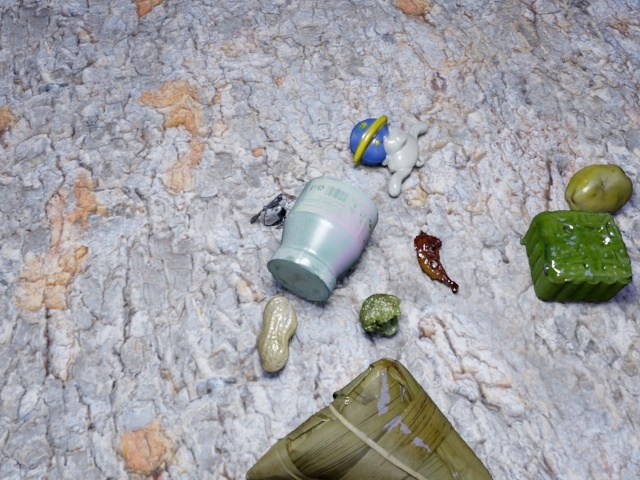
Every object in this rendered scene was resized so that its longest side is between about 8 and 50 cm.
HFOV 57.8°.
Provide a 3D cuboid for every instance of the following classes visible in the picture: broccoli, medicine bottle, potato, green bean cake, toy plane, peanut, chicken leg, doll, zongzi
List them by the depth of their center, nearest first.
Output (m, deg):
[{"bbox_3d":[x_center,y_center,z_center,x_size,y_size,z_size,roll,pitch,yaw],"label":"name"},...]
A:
[{"bbox_3d":[0.143,0.592,1.351,0.467,0.218,0.500,-41,76,6],"label":"zongzi"},{"bbox_3d":[-0.117,0.253,1.574,0.098,0.090,0.214,12,62,-4],"label":"peanut"},{"bbox_3d":[0.166,0.203,1.590,0.130,0.131,0.120,-36,105,-22],"label":"broccoli"},{"bbox_3d":[0.000,0.000,1.642,0.245,0.245,0.290,23,63,14],"label":"medicine bottle"},{"bbox_3d":[0.727,0.039,1.655,0.247,0.156,0.250,2,58,0],"label":"green bean cake"},{"bbox_3d":[0.335,0.060,1.709,0.089,0.048,0.219,-14,59,-4],"label":"chicken leg"},{"bbox_3d":[-0.130,-0.091,1.756,0.078,0.197,0.053,24,54,-28],"label":"toy plane"},{"bbox_3d":[0.851,-0.155,1.782,0.200,0.137,0.154,-16,60,-10],"label":"potato"},{"bbox_3d":[0.234,-0.331,1.888,0.242,0.159,0.311,31,60,20],"label":"doll"}]
